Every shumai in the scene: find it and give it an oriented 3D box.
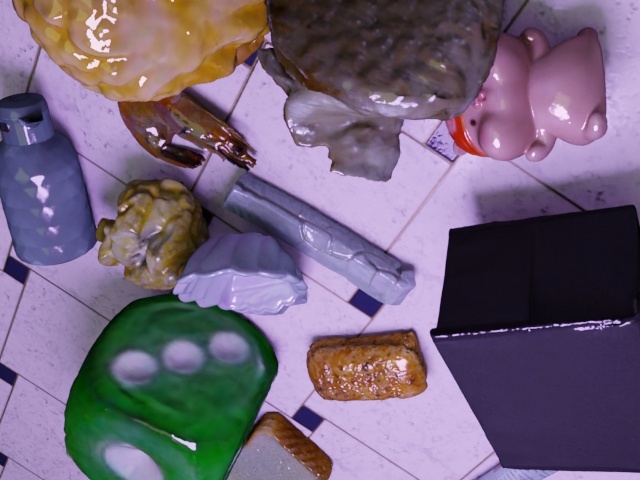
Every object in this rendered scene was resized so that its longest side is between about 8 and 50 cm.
[{"bbox_3d":[0.078,-0.249,0.933,0.291,0.330,0.288,5,162,12],"label":"shumai"}]

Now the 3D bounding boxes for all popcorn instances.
[{"bbox_3d":[-0.223,-0.358,0.923,0.382,0.348,0.349,51,135,34],"label":"popcorn"},{"bbox_3d":[-0.279,-0.009,1.234,0.185,0.167,0.187,-30,101,39],"label":"popcorn"}]

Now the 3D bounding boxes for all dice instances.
[{"bbox_3d":[-0.264,0.296,1.342,0.297,0.300,0.287,23,129,5],"label":"dice"}]

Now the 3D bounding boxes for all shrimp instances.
[{"bbox_3d":[-0.216,-0.170,1.177,0.248,0.068,0.150,26,139,10],"label":"shrimp"}]

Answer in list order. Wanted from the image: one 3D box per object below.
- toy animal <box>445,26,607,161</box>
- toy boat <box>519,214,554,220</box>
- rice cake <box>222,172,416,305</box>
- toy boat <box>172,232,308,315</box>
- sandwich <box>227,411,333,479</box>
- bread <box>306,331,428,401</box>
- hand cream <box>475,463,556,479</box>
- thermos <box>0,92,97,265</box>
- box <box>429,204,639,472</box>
[{"bbox_3d":[0.252,-0.183,0.930,0.197,0.171,0.171,-5,119,19],"label":"toy animal"},{"bbox_3d":[0.295,0.001,1.082,0.137,0.061,0.060,-13,115,28],"label":"toy boat"},{"bbox_3d":[0.000,0.000,1.197,0.336,0.063,0.066,29,134,0],"label":"rice cake"},{"bbox_3d":[-0.117,0.054,1.189,0.199,0.100,0.290,-8,160,16],"label":"toy boat"},{"bbox_3d":[-0.102,0.461,1.523,0.186,0.065,0.214,46,125,-10],"label":"sandwich"},{"bbox_3d":[0.081,0.223,1.295,0.210,0.083,0.114,-10,112,25],"label":"bread"},{"bbox_3d":[0.346,0.427,1.332,0.085,0.058,0.331,40,126,-4],"label":"hand cream"},{"bbox_3d":[-0.488,-0.113,1.276,0.182,0.145,0.287,29,133,44],"label":"thermos"},{"bbox_3d":[0.332,0.145,1.023,0.251,0.205,0.345,-8,133,26],"label":"box"}]
